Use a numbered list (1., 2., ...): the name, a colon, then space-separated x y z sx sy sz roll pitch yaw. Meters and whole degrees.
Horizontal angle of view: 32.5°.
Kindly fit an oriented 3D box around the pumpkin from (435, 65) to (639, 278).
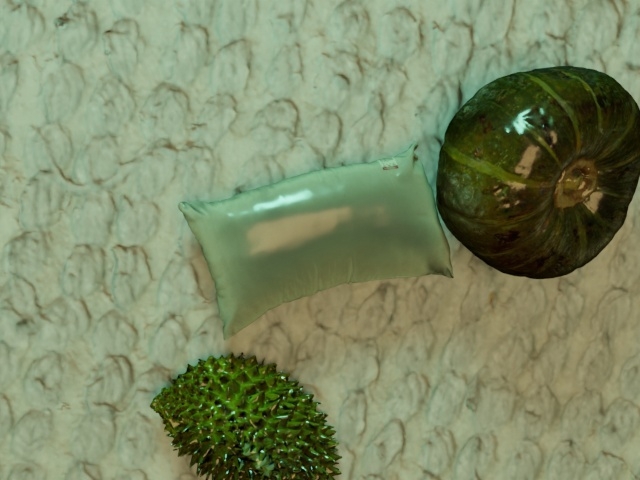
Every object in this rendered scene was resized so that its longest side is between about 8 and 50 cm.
1. pumpkin: 0.206 -0.069 1.083 0.219 0.162 0.219 -15 123 -24

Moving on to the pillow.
1. pillow: 0.000 0.001 1.091 0.254 0.078 0.144 -15 103 -8

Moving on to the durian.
1. durian: -0.057 0.209 1.118 0.137 0.095 0.221 -43 111 1
